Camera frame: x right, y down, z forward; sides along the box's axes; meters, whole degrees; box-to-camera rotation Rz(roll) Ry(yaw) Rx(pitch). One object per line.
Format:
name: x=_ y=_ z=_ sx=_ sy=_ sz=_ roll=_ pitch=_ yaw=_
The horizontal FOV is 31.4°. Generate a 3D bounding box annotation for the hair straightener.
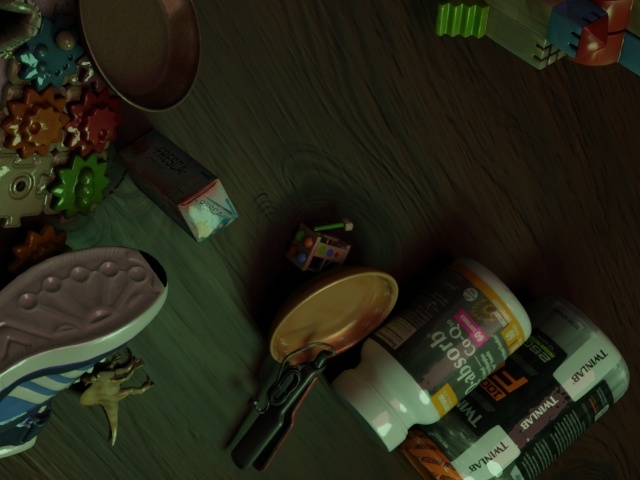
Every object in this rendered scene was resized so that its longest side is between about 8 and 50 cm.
hair straightener: x=-0.056 y=0.232 z=1.597 sx=0.089 sy=0.047 sz=0.230 roll=15 pitch=117 yaw=-51

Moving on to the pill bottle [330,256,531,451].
pill bottle: x=0.159 y=0.167 z=1.661 sx=0.278 sy=0.162 sz=0.162 roll=-41 pitch=128 yaw=-9

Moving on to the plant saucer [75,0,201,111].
plant saucer: x=-0.208 y=-0.238 z=1.262 sx=0.198 sy=0.036 sz=0.199 roll=14 pitch=73 yaw=-55

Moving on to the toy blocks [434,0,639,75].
toy blocks: x=0.376 y=-0.318 z=1.466 sx=0.381 sy=0.261 sz=0.191 roll=-30 pitch=144 yaw=-27

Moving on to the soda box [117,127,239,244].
soda box: x=-0.168 y=-0.066 z=1.325 sx=0.058 sy=0.183 sz=0.063 roll=-35 pitch=128 yaw=-13

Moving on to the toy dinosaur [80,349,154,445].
toy dinosaur: x=-0.268 y=0.191 z=1.474 sx=0.092 sy=0.053 sz=0.183 roll=-33 pitch=151 yaw=-17

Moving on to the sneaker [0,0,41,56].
sneaker: x=-0.421 y=-0.149 z=0.987 sx=0.410 sy=0.182 sz=0.158 roll=-35 pitch=127 yaw=-15

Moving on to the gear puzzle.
gear puzzle: x=-0.299 y=-0.088 z=1.288 sx=0.175 sy=0.044 sz=0.339 roll=-7 pitch=119 yaw=-50

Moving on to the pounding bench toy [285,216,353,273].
pounding bench toy: x=0.000 y=0.000 z=1.548 sx=0.065 sy=0.052 sz=0.083 roll=18 pitch=102 yaw=-37

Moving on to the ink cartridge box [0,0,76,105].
ink cartridge box: x=-0.331 y=-0.248 z=1.238 sx=0.179 sy=0.045 sz=0.145 roll=-42 pitch=129 yaw=-30

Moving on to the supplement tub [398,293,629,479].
supplement tub: x=0.294 y=0.260 z=1.763 sx=0.338 sy=0.207 sz=0.207 roll=-41 pitch=128 yaw=-11

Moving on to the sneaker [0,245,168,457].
sneaker: x=-0.334 y=0.147 z=1.354 sx=0.323 sy=0.130 sz=0.236 roll=-29 pitch=159 yaw=-24

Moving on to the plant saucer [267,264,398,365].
plant saucer: x=0.013 y=0.098 z=1.574 sx=0.200 sy=0.037 sz=0.200 roll=-23 pitch=149 yaw=-15
